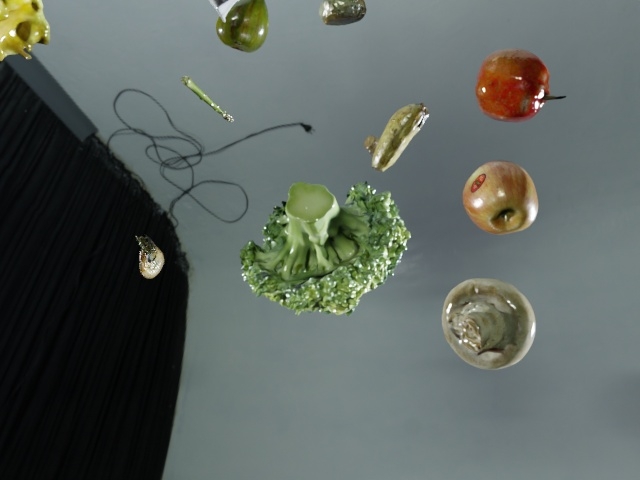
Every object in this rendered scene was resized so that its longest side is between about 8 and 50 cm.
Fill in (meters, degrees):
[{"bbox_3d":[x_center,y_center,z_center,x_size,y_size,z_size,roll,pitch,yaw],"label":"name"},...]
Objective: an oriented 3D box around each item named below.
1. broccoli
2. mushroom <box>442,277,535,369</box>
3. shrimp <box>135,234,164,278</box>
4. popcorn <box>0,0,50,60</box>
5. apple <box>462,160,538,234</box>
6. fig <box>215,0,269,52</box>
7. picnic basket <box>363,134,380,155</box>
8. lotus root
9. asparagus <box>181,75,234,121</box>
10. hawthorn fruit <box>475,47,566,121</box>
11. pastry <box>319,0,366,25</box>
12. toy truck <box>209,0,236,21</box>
[{"bbox_3d":[0.012,0.013,0.772,0.235,0.288,0.260,42,169,-6],"label":"broccoli"},{"bbox_3d":[0.404,0.202,1.086,0.178,0.227,0.226,9,149,-45],"label":"mushroom"},{"bbox_3d":[-0.313,0.033,0.800,0.023,0.059,0.108,15,152,13],"label":"shrimp"},{"bbox_3d":[-0.495,-0.337,0.595,0.189,0.218,0.169,39,-178,3],"label":"popcorn"},{"bbox_3d":[0.370,-0.083,0.904,0.146,0.131,0.147,1,127,2],"label":"apple"},{"bbox_3d":[-0.209,-0.691,1.298,0.151,0.151,0.260,17,104,-20],"label":"fig"},{"bbox_3d":[0.220,-0.377,1.774,0.083,0.072,0.072,28,137,-36],"label":"picnic basket"},{"bbox_3d":[0.247,-0.339,1.433,0.259,0.097,0.110,-55,166,16],"label":"lotus root"},{"bbox_3d":[-0.293,-0.368,1.170,0.024,0.025,0.248,-25,166,10],"label":"asparagus"},{"bbox_3d":[0.707,-0.540,1.551,0.300,0.254,0.254,20,156,34],"label":"hawthorn fruit"},{"bbox_3d":[0.070,-0.732,1.402,0.153,0.081,0.153,-2,-175,0],"label":"pastry"},{"bbox_3d":[-0.239,-0.635,0.954,0.111,0.136,0.286,-27,153,-8],"label":"toy truck"}]
